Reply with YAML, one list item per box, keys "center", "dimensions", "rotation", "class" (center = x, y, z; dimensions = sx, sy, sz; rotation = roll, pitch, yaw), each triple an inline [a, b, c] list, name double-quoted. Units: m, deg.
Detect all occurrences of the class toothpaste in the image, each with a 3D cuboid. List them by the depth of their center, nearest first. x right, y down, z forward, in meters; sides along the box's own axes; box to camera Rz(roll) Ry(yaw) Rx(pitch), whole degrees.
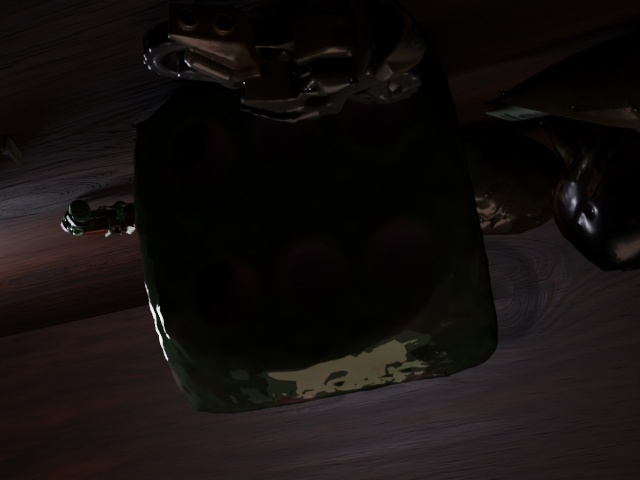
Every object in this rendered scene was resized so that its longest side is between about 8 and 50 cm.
- center: [0.311, -0.179, 1.476]
  dimensions: [0.239, 0.039, 0.062]
  rotation: [-14, 170, 43]
  class: "toothpaste"

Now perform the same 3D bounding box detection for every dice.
- center: [0.000, 0.000, 1.239]
  dimensions: [0.322, 0.318, 0.330]
  rotation: [-11, 174, 3]
  class: "dice"

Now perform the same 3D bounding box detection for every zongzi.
- center: [0.351, -0.169, 1.324]
  dimensions: [0.256, 0.115, 0.228]
  rotation: [-7, -178, 36]
  class: "zongzi"

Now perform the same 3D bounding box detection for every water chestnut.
- center: [0.425, -0.088, 1.612]
  dimensions: [0.289, 0.244, 0.289]
  rotation: [-14, 167, -3]
  class: "water chestnut"

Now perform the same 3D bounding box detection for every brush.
- center: [-0.320, -0.092, 1.253]
  dimensions: [0.013, 0.016, 0.083]
  rotation: [2, 173, -4]
  class: "brush"

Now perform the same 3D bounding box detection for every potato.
- center: [0.232, -0.079, 1.739]
  dimensions: [0.262, 0.165, 0.165]
  rotation: [-3, 171, -34]
  class: "potato"

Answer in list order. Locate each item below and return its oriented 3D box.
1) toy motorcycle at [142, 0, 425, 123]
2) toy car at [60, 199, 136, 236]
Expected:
- center: [-0.017, -0.151, 0.932]
  dimensions: [0.229, 0.094, 0.130]
  rotation: [5, 164, -21]
  class: "toy motorcycle"
- center: [-0.289, -0.033, 1.701]
  dimensions: [0.143, 0.054, 0.073]
  rotation: [-9, 173, -23]
  class: "toy car"
